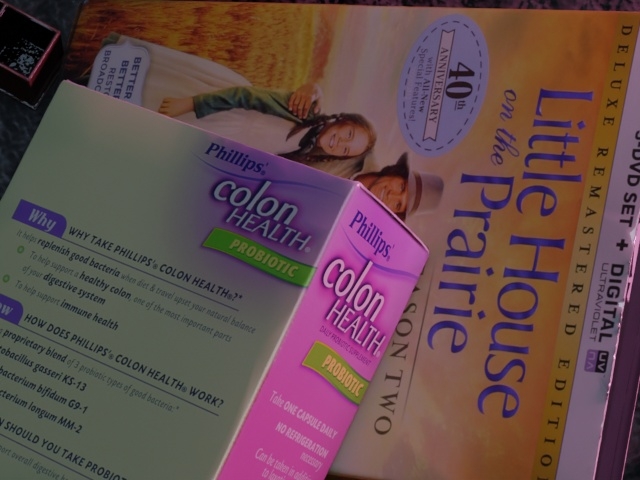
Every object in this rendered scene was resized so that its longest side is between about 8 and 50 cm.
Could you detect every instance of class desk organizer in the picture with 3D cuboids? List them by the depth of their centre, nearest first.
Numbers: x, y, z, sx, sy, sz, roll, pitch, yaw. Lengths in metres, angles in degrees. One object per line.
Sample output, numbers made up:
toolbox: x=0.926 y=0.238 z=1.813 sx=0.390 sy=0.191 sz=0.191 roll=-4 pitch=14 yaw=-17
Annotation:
desk organizer: x=-0.243 y=-0.148 z=1.214 sx=0.130 sy=0.050 sz=0.047 roll=29 pitch=74 yaw=4

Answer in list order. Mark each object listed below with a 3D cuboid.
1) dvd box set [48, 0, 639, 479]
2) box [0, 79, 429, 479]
dvd box set: x=0.000 y=0.000 z=1.091 sx=0.420 sy=0.062 sz=0.308 roll=6 pitch=73 yaw=26
box: x=-0.094 y=0.062 z=1.005 sx=0.213 sy=0.117 sz=0.243 roll=20 pitch=80 yaw=30
